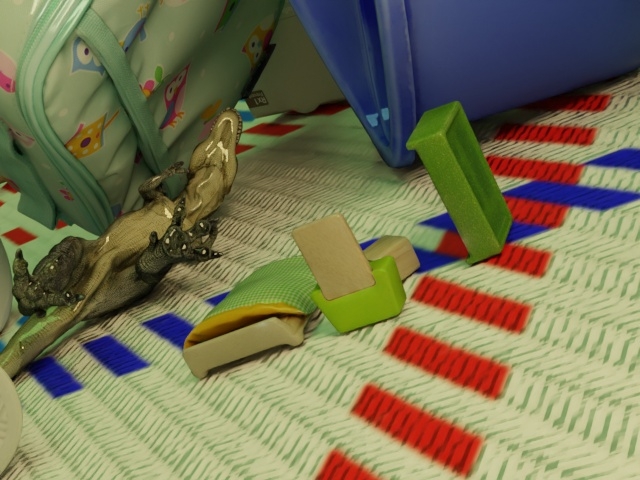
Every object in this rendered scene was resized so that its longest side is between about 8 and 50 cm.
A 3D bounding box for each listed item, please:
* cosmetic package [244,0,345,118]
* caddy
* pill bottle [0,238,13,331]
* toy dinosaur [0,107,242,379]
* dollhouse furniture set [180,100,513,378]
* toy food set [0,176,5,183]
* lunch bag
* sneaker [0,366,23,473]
[{"bbox_3d":[0.040,-0.190,1.018,0.127,0.107,0.238,-7,24,46],"label":"cosmetic package"},{"bbox_3d":[0.041,-0.209,0.698,0.179,0.341,0.241,-12,16,-3],"label":"caddy"},{"bbox_3d":[-0.297,0.043,0.861,0.186,0.112,0.112,-22,17,23],"label":"pill bottle"},{"bbox_3d":[-0.120,0.018,0.736,0.268,0.064,0.118,-39,4,-22],"label":"toy dinosaur"},{"bbox_3d":[0.000,0.000,0.585,0.151,0.058,0.076,-21,18,27],"label":"dollhouse furniture set"},{"bbox_3d":[-0.224,-0.177,1.438,0.219,0.092,0.306,-22,18,23],"label":"toy food set"},{"bbox_3d":[-0.116,-0.121,0.800,0.224,0.108,0.279,-64,-14,-15],"label":"lunch bag"},{"bbox_3d":[-0.291,0.112,0.613,0.292,0.108,0.169,-26,27,-23],"label":"sneaker"}]
